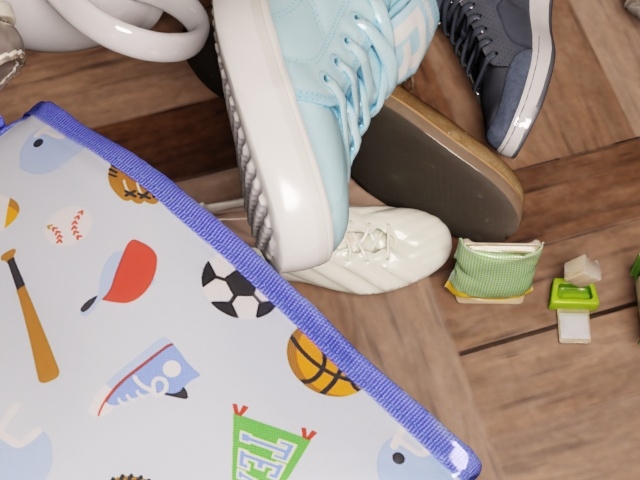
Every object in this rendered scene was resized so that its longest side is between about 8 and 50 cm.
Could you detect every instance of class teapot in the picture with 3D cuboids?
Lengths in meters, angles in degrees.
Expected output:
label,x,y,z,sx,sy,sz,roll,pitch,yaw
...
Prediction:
label,x,y,z,sx,sy,sz,roll,pitch,yaw
teapot,-0.162,-0.247,1.020,0.187,0.252,0.256,17,80,-18

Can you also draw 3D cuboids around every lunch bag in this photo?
label,x,y,z,sx,sy,sz,roll,pitch,yaw
lunch bag,-0.158,0.135,0.809,0.385,0.239,0.328,42,70,10

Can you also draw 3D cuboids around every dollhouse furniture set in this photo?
label,x,y,z,sx,sy,sz,roll,pitch,yaw
dollhouse furniture set,0.167,0.042,0.947,0.152,0.076,0.058,1,62,-1

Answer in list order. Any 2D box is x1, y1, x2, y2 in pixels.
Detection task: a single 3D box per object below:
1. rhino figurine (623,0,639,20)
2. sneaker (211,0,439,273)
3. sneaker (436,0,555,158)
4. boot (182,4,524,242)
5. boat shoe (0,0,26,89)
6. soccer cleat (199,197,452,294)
label,x,y,z,sx,sy,sz,roll,pitch,yaw
rhino figurine,0.320,-0.134,1.042,0.106,0.073,0.243,-25,64,-9
sneaker,0.009,-0.132,0.870,0.150,0.135,0.366,-8,47,1
sneaker,0.099,-0.168,1.040,0.163,0.086,0.226,13,53,-6
boot,0.044,-0.114,1.016,0.305,0.112,0.115,36,57,19
boat shoe,-0.330,-0.047,0.929,0.324,0.116,0.096,-33,83,8
soccer cleat,0.000,0.000,0.966,0.196,0.076,0.068,-1,63,-1
